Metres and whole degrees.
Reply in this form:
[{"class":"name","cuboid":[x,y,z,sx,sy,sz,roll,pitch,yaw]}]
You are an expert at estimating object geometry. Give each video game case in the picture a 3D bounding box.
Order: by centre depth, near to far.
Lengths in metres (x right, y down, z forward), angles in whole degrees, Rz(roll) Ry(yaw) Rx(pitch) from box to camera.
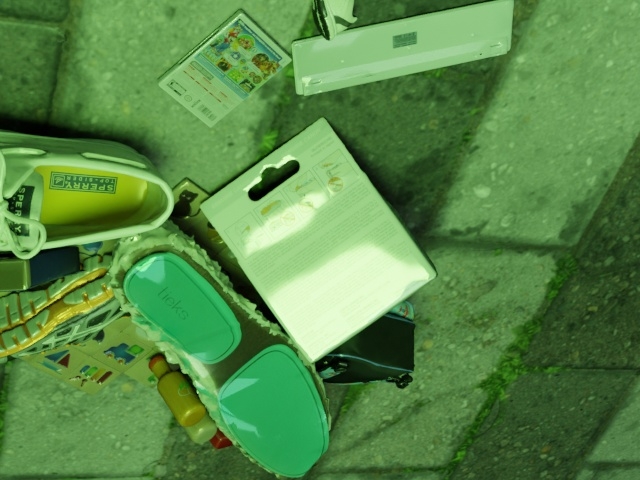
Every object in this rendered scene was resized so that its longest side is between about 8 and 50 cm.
[{"class":"video game case","cuboid":[-0.103,-0.184,1.215,0.122,0.011,0.087,-37,132,16]}]

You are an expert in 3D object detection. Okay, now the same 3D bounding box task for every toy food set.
[{"class":"toy food set","cuboid":[-0.125,0.205,1.530,0.232,0.104,0.111,-9,136,-39]}]

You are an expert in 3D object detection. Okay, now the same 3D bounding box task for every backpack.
[{"class":"backpack","cuboid":[0.021,0.132,1.483,0.158,0.117,0.173,18,160,-41]}]

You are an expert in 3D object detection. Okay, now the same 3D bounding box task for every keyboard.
[{"class":"keyboard","cuboid":[0.094,-0.217,1.256,0.255,0.014,0.072,-13,130,-8]}]

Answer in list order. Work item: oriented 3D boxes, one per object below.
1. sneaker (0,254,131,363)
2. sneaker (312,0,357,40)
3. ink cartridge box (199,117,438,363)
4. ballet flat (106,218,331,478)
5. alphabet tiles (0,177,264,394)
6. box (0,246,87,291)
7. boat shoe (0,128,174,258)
[{"class":"sneaker","cuboid":[-0.319,0.099,1.346,0.214,0.084,0.083,-24,140,2]},{"class":"sneaker","cuboid":[0.010,-0.262,1.169,0.043,0.040,0.109,-30,141,-14]},{"class":"ink cartridge box","cuboid":[0.000,0.000,1.341,0.189,0.066,0.232,-35,90,6]},{"class":"ballet flat","cuboid":[-0.115,0.119,1.371,0.147,0.147,0.409,-28,122,8]},{"class":"alphabet tiles","cuboid":[-0.232,0.068,1.411,0.342,0.011,0.285,-38,132,17]},{"class":"box","cuboid":[-0.348,0.031,1.217,0.136,0.225,0.037,-4,92,4]},{"class":"boat shoe","cuboid":[-0.315,-0.037,1.124,0.367,0.156,0.136,1,105,-33]}]
